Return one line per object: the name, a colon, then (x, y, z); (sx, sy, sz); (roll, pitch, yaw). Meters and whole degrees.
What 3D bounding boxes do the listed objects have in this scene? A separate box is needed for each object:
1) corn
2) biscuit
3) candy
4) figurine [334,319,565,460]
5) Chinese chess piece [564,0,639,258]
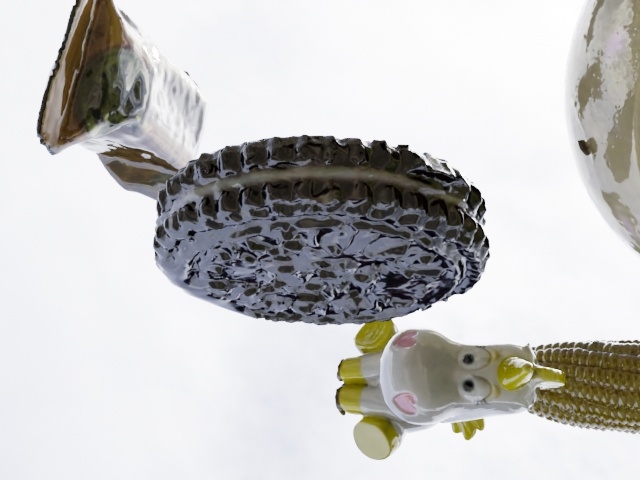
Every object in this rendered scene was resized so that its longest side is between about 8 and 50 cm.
corn: (0.264, 0.113, 0.834); (0.231, 0.080, 0.080); (-1, -127, 29)
biscuit: (0.000, 0.000, 0.606); (0.194, 0.194, 0.053); (4, -113, -8)
candy: (-0.162, -0.113, 0.873); (0.101, 0.271, 0.143); (10, -98, 8)
figurine: (0.093, 0.102, 0.789); (0.129, 0.178, 0.109); (14, -114, -19)
Chinese chess piece: (0.274, -0.089, 0.625); (0.273, 0.273, 0.102); (2, -160, -9)
